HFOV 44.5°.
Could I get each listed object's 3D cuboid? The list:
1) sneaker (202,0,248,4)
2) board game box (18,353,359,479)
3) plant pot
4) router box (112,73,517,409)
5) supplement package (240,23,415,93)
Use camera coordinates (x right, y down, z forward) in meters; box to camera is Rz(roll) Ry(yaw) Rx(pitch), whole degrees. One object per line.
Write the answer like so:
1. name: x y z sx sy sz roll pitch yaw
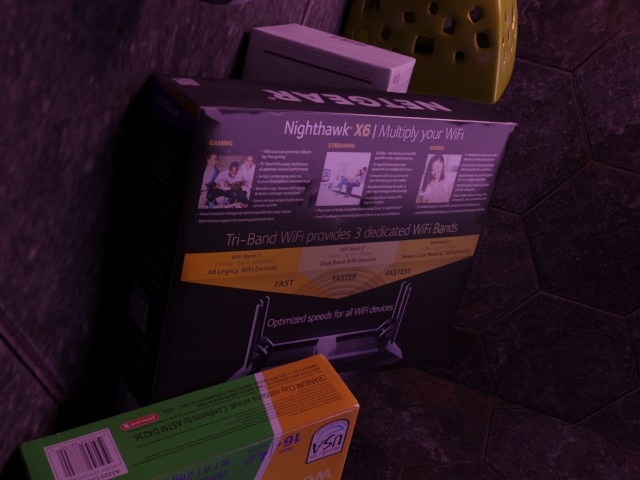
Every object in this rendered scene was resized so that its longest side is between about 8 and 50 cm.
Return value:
1. sneaker: -0.026 -0.285 0.460 0.118 0.110 0.292 -70 176 -73
2. board game box: -0.109 0.256 0.646 0.242 0.064 0.316 -13 131 -29
3. plant pot: 0.163 -0.327 1.081 0.228 0.227 0.207 -54 153 -59
4. router box: 0.000 0.000 0.646 0.309 0.081 0.243 -3 118 -36
5. supplement package: -0.012 -0.076 0.777 0.134 0.139 0.244 -46 154 -67
